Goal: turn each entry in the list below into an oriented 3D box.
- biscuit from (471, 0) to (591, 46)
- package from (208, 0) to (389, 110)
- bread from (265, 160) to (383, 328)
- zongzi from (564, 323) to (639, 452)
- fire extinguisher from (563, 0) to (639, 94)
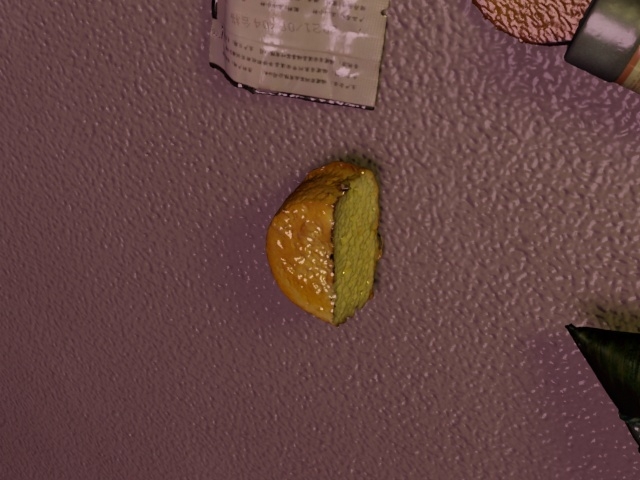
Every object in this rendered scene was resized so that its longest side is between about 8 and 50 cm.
[{"bbox_3d":[0.262,-0.281,1.038,0.206,0.025,0.126,4,120,29],"label":"biscuit"},{"bbox_3d":[-0.039,-0.281,1.191,0.250,0.062,0.204,17,127,16],"label":"package"},{"bbox_3d":[0.000,0.000,1.289,0.139,0.143,0.229,14,122,22],"label":"bread"},{"bbox_3d":[0.468,0.245,1.133,0.362,0.319,0.384,10,104,27],"label":"zongzi"},{"bbox_3d":[0.444,-0.164,0.912,0.376,0.113,0.200,27,168,4],"label":"fire extinguisher"}]
